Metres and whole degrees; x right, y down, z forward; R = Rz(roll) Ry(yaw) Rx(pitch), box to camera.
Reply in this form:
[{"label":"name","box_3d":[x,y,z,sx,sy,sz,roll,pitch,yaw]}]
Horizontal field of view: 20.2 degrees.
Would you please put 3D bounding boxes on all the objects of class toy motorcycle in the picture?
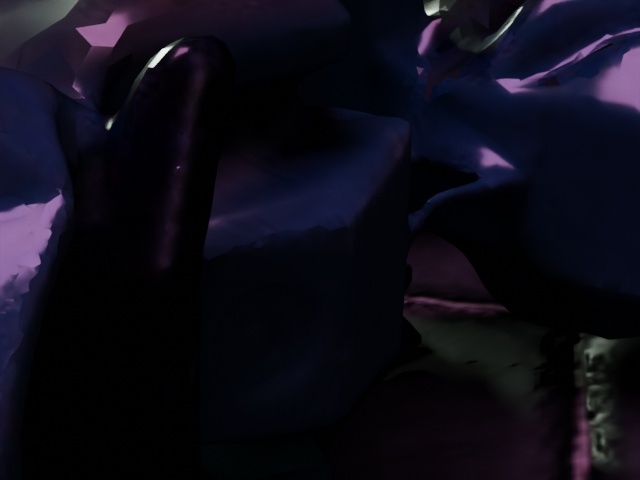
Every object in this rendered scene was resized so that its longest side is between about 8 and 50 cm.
[{"label":"toy motorcycle","box_3d":[0.000,0.000,0.451,0.416,0.172,0.232,-5,23,-22]}]
